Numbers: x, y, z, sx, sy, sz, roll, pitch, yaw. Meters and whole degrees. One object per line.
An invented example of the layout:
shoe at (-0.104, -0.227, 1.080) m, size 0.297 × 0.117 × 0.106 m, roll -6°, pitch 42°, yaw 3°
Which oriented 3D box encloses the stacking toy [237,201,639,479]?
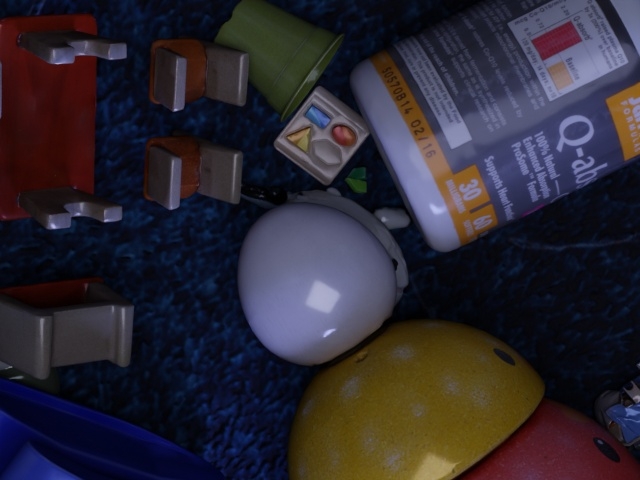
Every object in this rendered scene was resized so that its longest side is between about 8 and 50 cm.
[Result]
stacking toy at (0.091, 0.181, 1.324) m, size 0.350 × 0.350 × 0.480 m, roll -33°, pitch 96°, yaw 3°

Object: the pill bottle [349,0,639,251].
pill bottle at (0.175, -0.118, 1.337) m, size 0.278 × 0.162 × 0.162 m, roll -26°, pitch 103°, yaw 2°

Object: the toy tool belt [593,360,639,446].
toy tool belt at (0.265, 0.134, 1.455) m, size 0.083 × 0.051 × 0.052 m, roll -42°, pitch 102°, yaw 5°

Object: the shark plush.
shark plush at (0.000, 0.000, 1.406) m, size 0.161 × 0.073 × 0.067 m, roll 21°, pitch 131°, yaw -14°

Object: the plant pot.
plant pot at (-0.037, -0.147, 1.363) m, size 0.079 × 0.083 × 0.083 m, roll 35°, pitch 98°, yaw 2°

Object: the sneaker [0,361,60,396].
sneaker at (-0.297, 0.137, 1.404) m, size 0.192 × 0.064 × 0.086 m, roll -15°, pitch 98°, yaw -4°

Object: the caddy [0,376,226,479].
caddy at (-0.179, 0.239, 1.322) m, size 0.341 × 0.241 × 0.179 m, roll 27°, pitch 92°, yaw -43°

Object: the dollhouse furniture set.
dollhouse furniture set at (-0.205, -0.039, 1.321) m, size 0.262 × 0.135 × 0.259 m, roll -7°, pitch 108°, yaw -34°

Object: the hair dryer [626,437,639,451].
hair dryer at (0.396, 0.158, 1.457) m, size 0.223 × 0.080 × 0.293 m, roll 27°, pitch 99°, yaw -9°

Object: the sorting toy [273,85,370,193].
sorting toy at (0.013, -0.075, 1.409) m, size 0.083 × 0.012 × 0.062 m, roll 36°, pitch 97°, yaw -11°
